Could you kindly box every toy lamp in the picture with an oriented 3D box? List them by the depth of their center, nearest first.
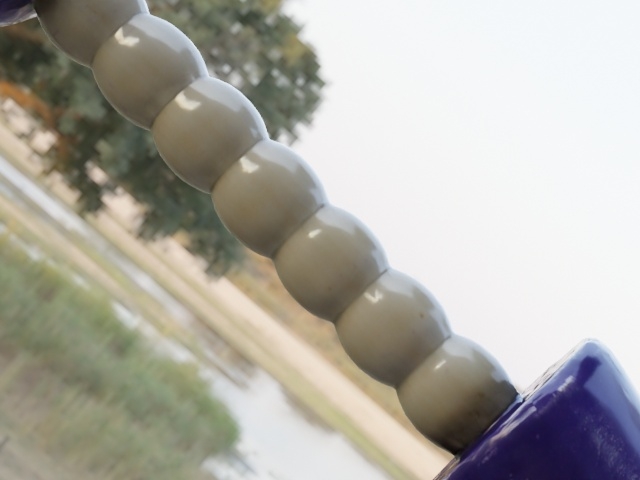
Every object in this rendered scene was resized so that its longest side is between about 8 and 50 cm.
[{"bbox_3d":[0.000,0.000,0.448,0.275,0.080,0.080,48,0,6],"label":"toy lamp"}]
